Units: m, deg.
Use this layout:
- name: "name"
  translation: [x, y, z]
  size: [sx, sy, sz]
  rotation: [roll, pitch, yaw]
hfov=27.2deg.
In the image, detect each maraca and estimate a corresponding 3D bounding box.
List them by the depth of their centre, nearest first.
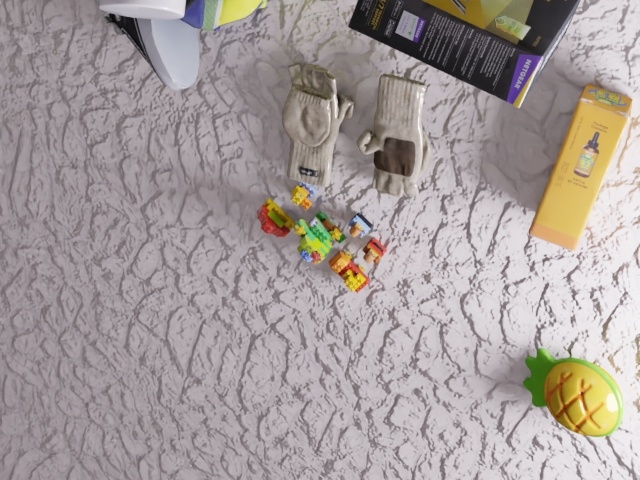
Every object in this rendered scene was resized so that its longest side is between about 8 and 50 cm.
- name: "maraca"
  translation: [0.395, 0.239, 2.082]
  size: [0.186, 0.099, 0.127]
  rotation: [24, 119, 40]

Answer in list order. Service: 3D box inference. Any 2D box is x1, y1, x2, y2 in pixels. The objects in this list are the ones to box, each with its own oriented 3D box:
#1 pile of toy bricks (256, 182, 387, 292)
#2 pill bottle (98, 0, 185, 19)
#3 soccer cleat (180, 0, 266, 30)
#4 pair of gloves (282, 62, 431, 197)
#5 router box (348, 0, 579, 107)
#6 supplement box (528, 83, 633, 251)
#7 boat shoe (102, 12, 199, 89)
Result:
- name: "pile of toy bricks"
  translation: [0.000, 0.000, 2.113]
  size: [0.212, 0.105, 0.118]
  rotation: [44, 122, -3]
- name: "pill bottle"
  translation: [-0.249, -0.459, 1.907]
  size: [0.153, 0.153, 0.264]
  rotation: [4, 92, 20]
- name: "soccer cleat"
  translation: [-0.106, -0.392, 1.949]
  size: [0.121, 0.093, 0.289]
  rotation: [24, 148, -35]
- name: "pair of gloves"
  translation: [0.057, -0.170, 2.045]
  size: [0.240, 0.042, 0.204]
  rotation: [9, 122, 21]
- name: "router box"
  translation: [0.203, -0.310, 1.757]
  size: [0.243, 0.309, 0.081]
  rotation: [26, 123, 7]
- name: "supplement box"
  translation: [0.379, -0.105, 1.926]
  size: [0.078, 0.080, 0.233]
  rotation: [22, 123, 10]
- name: "boat shoe"
  translation: [-0.289, -0.370, 2.044]
  size: [0.105, 0.113, 0.306]
  rotation: [-16, 105, 34]
